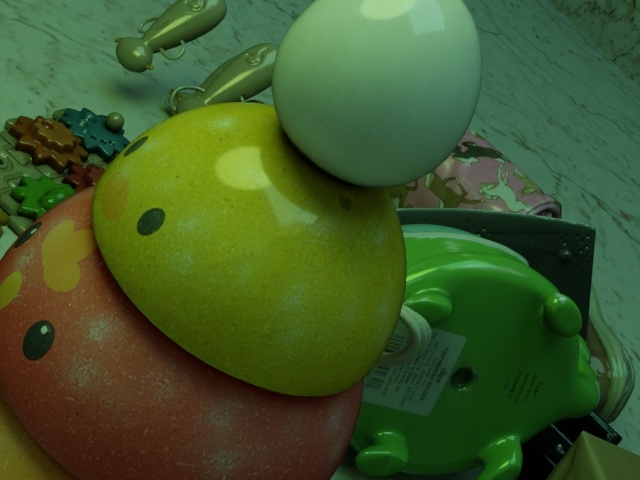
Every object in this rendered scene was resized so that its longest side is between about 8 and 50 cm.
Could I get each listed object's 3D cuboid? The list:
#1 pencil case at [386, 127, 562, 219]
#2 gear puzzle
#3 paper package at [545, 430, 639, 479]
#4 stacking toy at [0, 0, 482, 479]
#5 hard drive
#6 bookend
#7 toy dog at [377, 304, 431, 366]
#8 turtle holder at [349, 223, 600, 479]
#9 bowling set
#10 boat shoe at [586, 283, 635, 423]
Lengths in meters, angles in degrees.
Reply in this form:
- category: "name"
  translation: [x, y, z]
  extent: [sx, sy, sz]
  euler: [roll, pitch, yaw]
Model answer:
- category: "pencil case"
  translation: [0.121, -0.084, 1.432]
  extent: [0.167, 0.160, 0.386]
  euler: [-29, 57, -31]
- category: "gear puzzle"
  translation: [-0.276, -0.072, 1.118]
  extent: [0.175, 0.044, 0.339]
  euler: [41, 27, 11]
- category: "paper package"
  translation: [0.345, 0.370, 0.991]
  extent: [0.325, 0.168, 0.309]
  euler: [24, 27, -21]
- category: "stacking toy"
  translation: [-0.064, 0.026, 0.721]
  extent: [0.351, 0.480, 0.350]
  euler: [28, 27, -16]
- category: "hard drive"
  translation: [0.175, 0.050, 1.251]
  extent: [0.255, 0.172, 0.054]
  euler: [4, 3, -4]
- category: "bookend"
  translation: [0.231, 0.208, 1.226]
  extent: [0.157, 0.072, 0.156]
  euler: [45, 28, 19]
- category: "toy dog"
  translation: [-0.050, 0.007, 0.964]
  extent: [0.220, 0.334, 0.161]
  euler: [53, 42, -21]
- category: "turtle holder"
  translation: [0.136, 0.089, 1.099]
  extent: [0.320, 0.243, 0.227]
  euler: [-13, 28, -14]
- category: "bowling set"
  translation: [-0.110, -0.151, 1.382]
  extent: [0.154, 0.200, 0.287]
  euler: [-39, 67, -19]
- category: "boat shoe"
  translation: [0.285, 0.101, 1.419]
  extent: [0.116, 0.123, 0.324]
  euler: [7, 28, -17]
